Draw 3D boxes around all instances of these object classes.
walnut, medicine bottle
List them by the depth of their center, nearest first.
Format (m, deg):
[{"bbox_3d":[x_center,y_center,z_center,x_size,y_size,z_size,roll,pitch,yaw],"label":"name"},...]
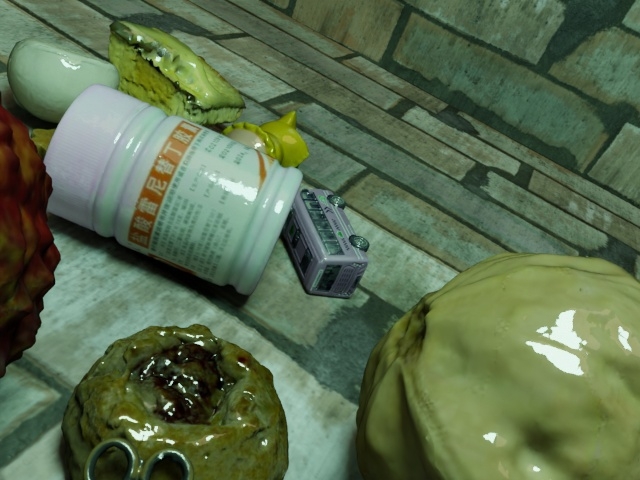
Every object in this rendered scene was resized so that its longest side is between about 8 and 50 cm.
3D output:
[{"bbox_3d":[0.228,0.195,0.621,0.384,0.383,0.383,19,30,-12],"label":"walnut"},{"bbox_3d":[-0.204,-0.069,0.870,0.316,0.202,0.202,22,29,-5],"label":"medicine bottle"}]

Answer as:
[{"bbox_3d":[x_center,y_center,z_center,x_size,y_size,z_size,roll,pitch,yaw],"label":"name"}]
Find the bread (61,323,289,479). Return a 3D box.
[{"bbox_3d":[-0.137,0.177,0.609,0.230,0.123,0.230,19,32,-13],"label":"bread"}]

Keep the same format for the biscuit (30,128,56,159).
[{"bbox_3d":[-0.371,-0.150,1.036,0.225,0.036,0.166,-11,42,-44],"label":"biscuit"}]

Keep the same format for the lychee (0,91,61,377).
[{"bbox_3d":[-0.407,-0.004,0.376,0.425,0.424,0.500,34,13,14],"label":"lychee"}]

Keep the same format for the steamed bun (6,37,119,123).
[{"bbox_3d":[-0.449,-0.269,1.060,0.177,0.130,0.228,9,14,-32],"label":"steamed bun"}]

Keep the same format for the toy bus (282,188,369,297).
[{"bbox_3d":[0.000,0.000,1.028,0.108,0.096,0.199,4,39,-27],"label":"toy bus"}]

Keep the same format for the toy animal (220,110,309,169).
[{"bbox_3d":[-0.118,-0.156,1.139,0.156,0.156,0.230,32,28,11],"label":"toy animal"}]

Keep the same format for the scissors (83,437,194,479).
[{"bbox_3d":[-0.159,0.262,0.454,0.088,0.017,0.220,15,61,-8],"label":"scissors"}]

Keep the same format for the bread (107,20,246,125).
[{"bbox_3d":[-0.292,-0.306,1.217,0.262,0.162,0.204,48,33,8],"label":"bread"}]
